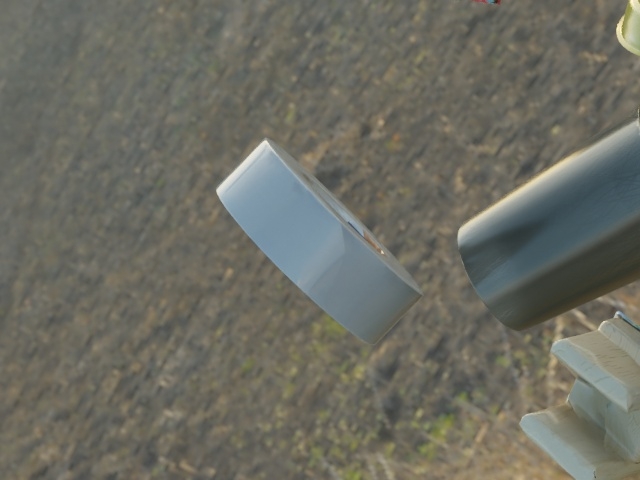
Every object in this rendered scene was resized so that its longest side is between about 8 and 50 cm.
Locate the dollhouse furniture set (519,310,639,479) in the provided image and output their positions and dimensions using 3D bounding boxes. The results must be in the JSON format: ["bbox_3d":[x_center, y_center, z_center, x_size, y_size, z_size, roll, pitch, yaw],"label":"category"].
[{"bbox_3d":[0.385,0.055,0.794,0.394,0.256,0.362,41,125,37],"label":"dollhouse furniture set"}]

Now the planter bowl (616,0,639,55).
[{"bbox_3d":[0.378,-0.249,1.263,0.217,0.090,0.217,-13,29,7],"label":"planter bowl"}]

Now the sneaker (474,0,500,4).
[{"bbox_3d":[0.151,-0.322,1.596,0.262,0.125,0.104,-13,-76,-87],"label":"sneaker"}]

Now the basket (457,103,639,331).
[{"bbox_3d":[0.263,-0.015,1.338,0.226,0.204,0.154,-31,78,28],"label":"basket"}]

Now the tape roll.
[{"bbox_3d":[0.000,0.000,1.328,0.072,0.219,0.219,-46,25,5],"label":"tape roll"}]
